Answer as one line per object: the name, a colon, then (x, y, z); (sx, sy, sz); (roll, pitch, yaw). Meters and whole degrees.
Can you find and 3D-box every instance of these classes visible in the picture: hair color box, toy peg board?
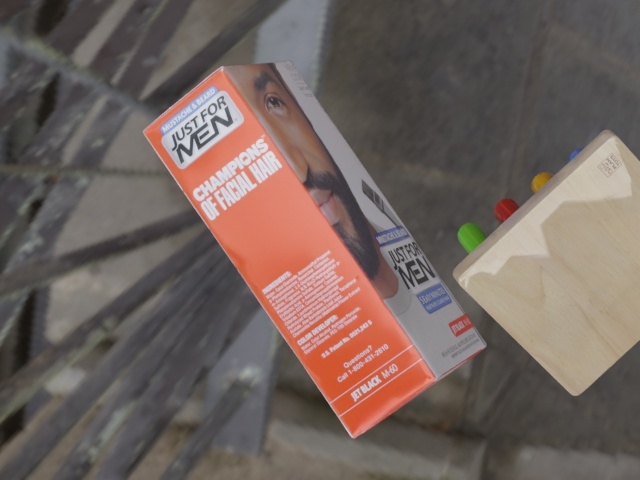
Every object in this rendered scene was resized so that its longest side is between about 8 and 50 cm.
hair color box: (0.000, 0.000, 0.899); (0.053, 0.093, 0.167); (-38, 84, 19)
toy peg board: (0.197, 0.006, 1.528); (0.160, 0.079, 0.161); (-44, 122, 5)
